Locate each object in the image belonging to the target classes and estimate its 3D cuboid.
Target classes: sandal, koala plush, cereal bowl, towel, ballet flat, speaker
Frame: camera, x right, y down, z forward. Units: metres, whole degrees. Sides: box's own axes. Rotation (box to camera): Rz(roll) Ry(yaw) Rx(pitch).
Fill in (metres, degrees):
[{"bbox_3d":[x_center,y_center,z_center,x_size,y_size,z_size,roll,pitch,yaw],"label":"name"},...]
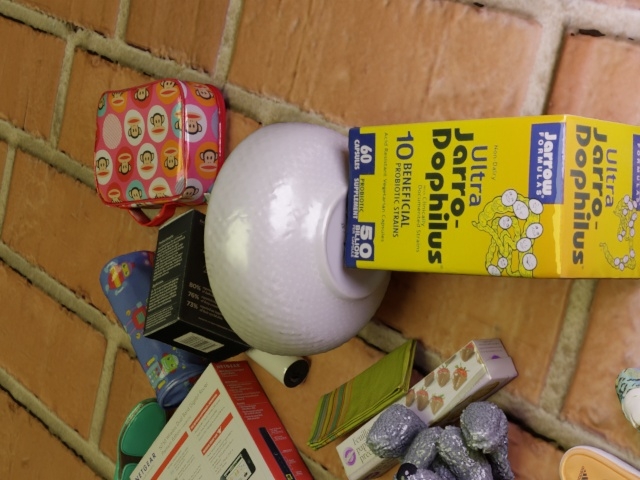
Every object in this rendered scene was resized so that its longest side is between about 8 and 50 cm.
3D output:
[{"bbox_3d":[0.384,0.336,1.408,0.265,0.076,0.102,24,105,43],"label":"sandal"},{"bbox_3d":[0.147,0.348,1.524,0.196,0.221,0.203,-8,107,30],"label":"koala plush"},{"bbox_3d":[0.000,0.000,1.639,0.141,0.339,0.339,2,90,41],"label":"cereal bowl"},{"bbox_3d":[0.060,0.233,1.749,0.237,0.021,0.102,-40,27,42],"label":"towel"},{"bbox_3d":[-0.348,0.396,2.180,0.087,0.083,0.247,-134,56,-67],"label":"ballet flat"},{"bbox_3d":[-0.080,0.189,1.916,0.136,0.055,0.055,34,113,42],"label":"speaker"},{"bbox_3d":[0.412,0.225,1.391,0.188,0.070,0.070,50,123,35],"label":"ballet flat"}]

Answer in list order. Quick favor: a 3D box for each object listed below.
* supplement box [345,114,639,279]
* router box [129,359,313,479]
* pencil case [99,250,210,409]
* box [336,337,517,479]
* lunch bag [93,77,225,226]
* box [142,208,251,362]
[{"bbox_3d":[0.222,-0.052,1.502,0.356,0.195,0.194,1,90,46],"label":"supplement box"},{"bbox_3d":[-0.170,0.426,1.987,0.335,0.082,0.301,-53,54,32],"label":"router box"},{"bbox_3d":[-0.293,0.159,2.096,0.119,0.133,0.306,-32,62,2],"label":"pencil case"},{"bbox_3d":[0.147,0.249,1.669,0.324,0.067,0.063,-44,59,36],"label":"box"},{"bbox_3d":[-0.297,-0.154,2.106,0.293,0.120,0.258,0,90,46],"label":"lunch bag"},{"bbox_3d":[-0.193,0.076,1.927,0.108,0.153,0.207,-26,49,43],"label":"box"}]
